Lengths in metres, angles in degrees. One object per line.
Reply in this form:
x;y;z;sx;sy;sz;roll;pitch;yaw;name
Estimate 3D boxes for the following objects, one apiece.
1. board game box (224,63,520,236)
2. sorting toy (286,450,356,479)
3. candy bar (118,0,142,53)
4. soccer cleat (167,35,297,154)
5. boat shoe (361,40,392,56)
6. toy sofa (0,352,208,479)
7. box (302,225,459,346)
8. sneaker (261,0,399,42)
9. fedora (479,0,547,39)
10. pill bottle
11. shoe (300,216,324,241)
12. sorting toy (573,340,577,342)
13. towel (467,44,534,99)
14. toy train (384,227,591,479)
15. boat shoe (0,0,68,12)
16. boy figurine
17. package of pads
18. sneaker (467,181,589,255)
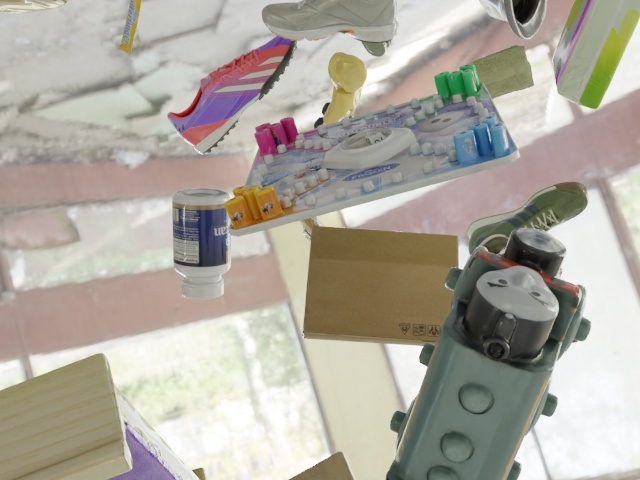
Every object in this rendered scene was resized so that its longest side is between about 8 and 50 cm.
0.067;-0.148;1.295;0.390;0.050;0.390;-15;-158;9;board game box
-0.006;0.638;1.918;0.255;0.257;0.089;-30;137;5;sorting toy
-0.456;-0.533;2.124;0.040;0.161;0.018;26;-159;27;candy bar
-0.180;-0.326;1.831;0.318;0.116;0.108;-46;-159;8;soccer cleat
0.112;-0.566;2.170;0.081;0.228;0.068;3;-136;40;boat shoe
-0.206;0.278;0.875;0.150;0.177;0.362;-20;146;-3;toy sofa
0.082;0.058;1.156;0.201;0.164;0.021;4;148;1;box
0.019;-0.449;1.664;0.262;0.099;0.121;0;131;-1;sneaker
0.476;-0.652;2.237;0.124;0.275;0.244;13;-127;34;fedora
-0.192;0.006;1.430;0.094;0.169;0.094;1;-167;0;pill bottle
0.000;0.000;2.209;0.058;0.076;0.219;-36;141;7;shoe
0.404;0.161;1.499;0.102;0.042;0.061;-3;-152;27;sorting toy
0.432;-0.401;2.121;0.148;0.110;0.027;-16;-173;16;towel
0.142;0.154;0.807;0.142;0.334;0.190;23;-154;12;toy train
-0.388;-0.288;0.930;0.098;0.109;0.302;-31;175;21;boat shoe
0.046;-0.331;2.037;0.092;0.177;0.285;25;161;4;boy figurine
0.542;-0.429;1.693;0.101;0.296;0.229;20;-151;2;package of pads
0.300;-0.011;1.278;0.192;0.064;0.086;-24;-148;29;sneaker
